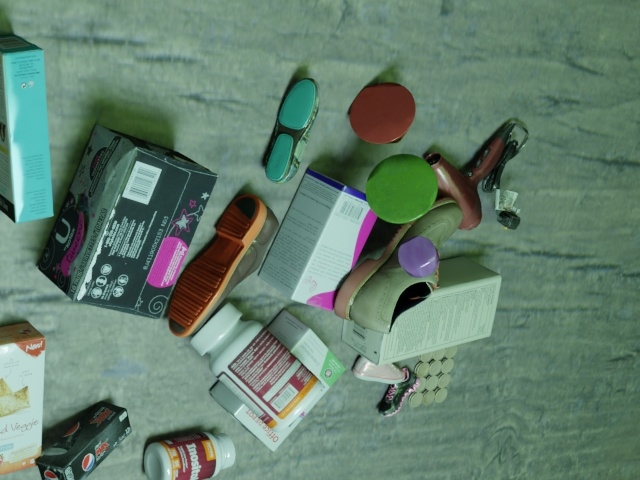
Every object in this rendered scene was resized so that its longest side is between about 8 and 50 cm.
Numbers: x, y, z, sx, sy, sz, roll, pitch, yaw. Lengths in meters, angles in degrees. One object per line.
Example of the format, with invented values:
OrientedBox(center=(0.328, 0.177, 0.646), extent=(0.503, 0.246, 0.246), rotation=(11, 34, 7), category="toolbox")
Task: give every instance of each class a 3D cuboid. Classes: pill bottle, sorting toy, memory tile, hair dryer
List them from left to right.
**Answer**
OrientedBox(center=(-0.234, 0.393, 1.932), extent=(0.152, 0.086, 0.086), rotation=(-7, 115, -38), category="pill bottle")
OrientedBox(center=(-0.113, 0.216, 1.849), extent=(0.221, 0.121, 0.121), rotation=(44, 77, 0), category="pill bottle")
OrientedBox(center=(0.150, -0.097, 1.907), extent=(0.127, 0.365, 0.126), rotation=(-16, 159, 11), category="sorting toy")
OrientedBox(center=(0.244, 0.291, 2.329), extent=(0.113, 0.012, 0.148), rotation=(-5, 114, -38), category="memory tile")
OrientedBox(center=(0.306, -0.131, 2.154), extent=(0.294, 0.080, 0.223), rotation=(0, 95, -45), category="hair dryer")

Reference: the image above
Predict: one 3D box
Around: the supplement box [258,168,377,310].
OrientedBox(center=(0.000, 0.000, 1.918), extent=(0.111, 0.114, 0.220), rotation=(21, 95, -44), category="supplement box")

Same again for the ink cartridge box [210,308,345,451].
OrientedBox(center=(-0.078, 0.262, 1.994), extent=(0.212, 0.093, 0.154), rotation=(-46, 133, -10), category="ink cartridge box")

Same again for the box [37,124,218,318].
OrientedBox(center=(-0.298, -0.029, 1.638), extent=(0.163, 0.142, 0.247), rotation=(18, 98, -42), category="box")

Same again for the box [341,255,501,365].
OrientedBox(center=(0.205, 0.136, 2.146), extent=(0.311, 0.121, 0.148), rotation=(-8, 116, -37), category="box")

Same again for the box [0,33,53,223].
OrientedBox(center=(-0.426, -0.155, 1.497), extent=(0.060, 0.100, 0.244), rotation=(-15, 120, -35), category="box")

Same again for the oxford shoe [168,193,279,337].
OrientedBox(center=(-0.158, 0.057, 1.830), extent=(0.271, 0.097, 0.098), rotation=(-55, 140, -4), category="oxford shoe")

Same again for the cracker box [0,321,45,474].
OrientedBox(center=(-0.511, 0.252, 1.647), extent=(0.156, 0.067, 0.232), rotation=(-9, 116, -37), category="cracker box")

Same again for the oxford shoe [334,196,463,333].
OrientedBox(center=(0.177, 0.053, 1.983), extent=(0.348, 0.130, 0.123), rotation=(-45, 150, -29), category="oxford shoe")

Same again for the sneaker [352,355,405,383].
OrientedBox(center=(0.131, 0.250, 2.188), extent=(0.134, 0.051, 0.070), rotation=(11, 109, -38), category="sneaker")

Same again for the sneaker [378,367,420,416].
OrientedBox(center=(0.158, 0.316, 2.253), extent=(0.119, 0.047, 0.057), rotation=(-48, 126, -21), category="sneaker")

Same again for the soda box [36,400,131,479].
OrientedBox(center=(-0.385, 0.337, 1.757), extent=(0.169, 0.060, 0.053), rotation=(-45, 137, -49), category="soda box")

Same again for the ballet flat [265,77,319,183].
OrientedBox(center=(-0.044, -0.187, 1.835), extent=(0.070, 0.070, 0.188), rotation=(15, 102, -43), category="ballet flat")
